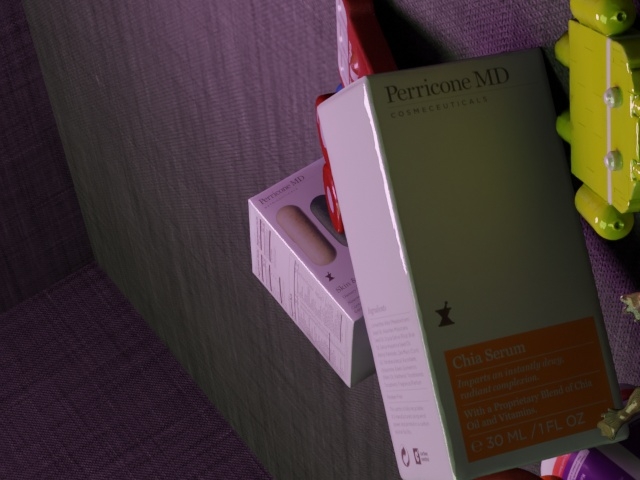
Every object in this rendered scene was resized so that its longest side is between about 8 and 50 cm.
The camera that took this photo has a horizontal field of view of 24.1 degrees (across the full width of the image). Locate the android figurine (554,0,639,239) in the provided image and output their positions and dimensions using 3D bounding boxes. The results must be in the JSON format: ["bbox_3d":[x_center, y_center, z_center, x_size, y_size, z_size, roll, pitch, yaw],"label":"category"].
[{"bbox_3d":[0.288,-0.125,1.480,0.273,0.056,0.248,-112,17,-69],"label":"android figurine"}]

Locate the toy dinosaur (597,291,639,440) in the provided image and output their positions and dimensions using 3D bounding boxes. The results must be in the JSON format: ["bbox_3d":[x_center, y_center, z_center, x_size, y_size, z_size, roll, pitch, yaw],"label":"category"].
[{"bbox_3d":[0.411,0.115,1.580,0.127,0.200,0.295,25,124,42],"label":"toy dinosaur"}]

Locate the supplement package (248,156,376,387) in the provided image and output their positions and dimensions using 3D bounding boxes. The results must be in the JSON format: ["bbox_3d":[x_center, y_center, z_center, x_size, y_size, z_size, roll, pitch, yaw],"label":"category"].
[{"bbox_3d":[0.047,0.034,2.252,0.262,0.199,0.198,49,158,27],"label":"supplement package"}]

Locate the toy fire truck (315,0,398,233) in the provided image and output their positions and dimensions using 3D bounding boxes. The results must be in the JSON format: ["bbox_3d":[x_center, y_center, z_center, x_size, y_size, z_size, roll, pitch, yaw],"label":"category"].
[{"bbox_3d":[0.072,-0.166,2.001,0.302,0.169,0.253,85,172,-51],"label":"toy fire truck"}]

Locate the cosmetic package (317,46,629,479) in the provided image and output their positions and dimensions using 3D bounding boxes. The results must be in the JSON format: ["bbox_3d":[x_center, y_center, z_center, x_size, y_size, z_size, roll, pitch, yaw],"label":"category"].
[{"bbox_3d":[0.171,0.030,1.707,0.161,0.230,0.453,159,98,-70],"label":"cosmetic package"}]

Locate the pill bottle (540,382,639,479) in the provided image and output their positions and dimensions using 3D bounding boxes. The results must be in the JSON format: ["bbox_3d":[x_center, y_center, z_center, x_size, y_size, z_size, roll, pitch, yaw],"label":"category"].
[{"bbox_3d":[0.425,0.319,1.777,0.323,0.181,0.181,39,153,45],"label":"pill bottle"}]

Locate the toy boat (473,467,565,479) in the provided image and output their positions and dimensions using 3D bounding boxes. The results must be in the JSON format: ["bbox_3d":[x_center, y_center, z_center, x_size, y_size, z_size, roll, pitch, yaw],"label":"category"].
[{"bbox_3d":[0.261,0.336,1.744,0.231,0.151,0.151,40,127,-20],"label":"toy boat"}]
